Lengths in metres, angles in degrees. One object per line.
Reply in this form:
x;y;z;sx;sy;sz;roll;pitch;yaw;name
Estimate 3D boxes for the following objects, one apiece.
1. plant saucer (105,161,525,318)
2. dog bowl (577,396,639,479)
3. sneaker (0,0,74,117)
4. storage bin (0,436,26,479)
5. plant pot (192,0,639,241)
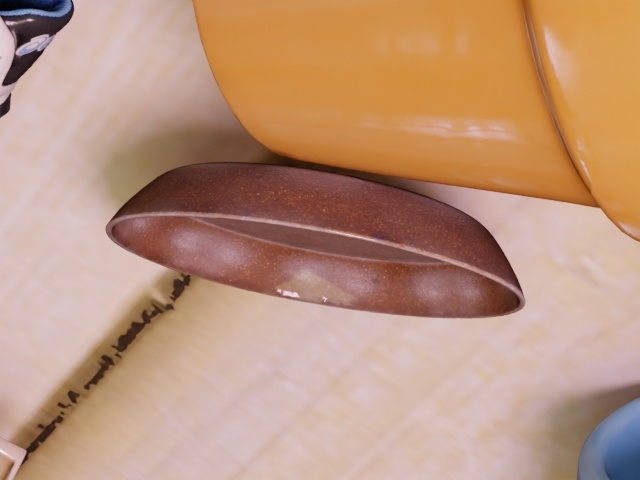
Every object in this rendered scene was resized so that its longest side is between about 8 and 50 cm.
0.000;0.000;0.637;0.168;0.168;0.029;11;79;2;plant saucer
0.242;0.103;0.643;0.297;0.166;0.074;-9;107;13;dog bowl
-0.149;-0.067;0.638;0.086;0.085;0.237;20;122;2;sneaker
-0.312;0.156;0.684;0.262;0.260;0.123;30;148;-10;storage bin
0.067;-0.098;0.536;0.188;0.205;0.205;-2;121;29;plant pot
